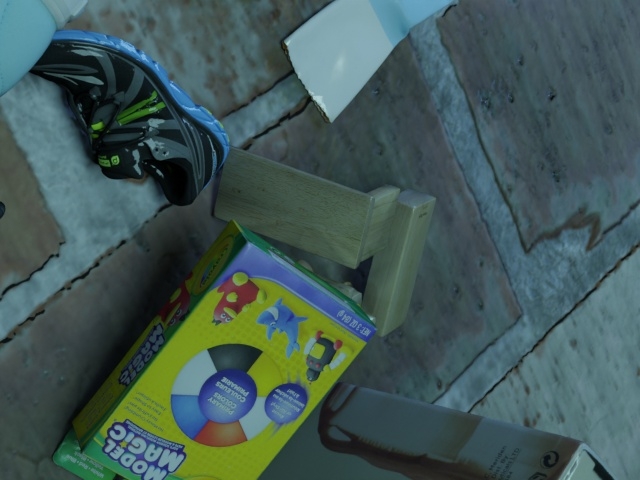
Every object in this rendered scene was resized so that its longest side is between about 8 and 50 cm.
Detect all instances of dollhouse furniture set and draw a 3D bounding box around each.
[{"bbox_3d":[0.000,0.000,1.218,0.151,0.123,0.144,-26,132,-62],"label":"dollhouse furniture set"}]

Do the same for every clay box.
[{"bbox_3d":[-0.078,0.109,1.100,0.127,0.053,0.222,34,97,-27],"label":"clay box"}]

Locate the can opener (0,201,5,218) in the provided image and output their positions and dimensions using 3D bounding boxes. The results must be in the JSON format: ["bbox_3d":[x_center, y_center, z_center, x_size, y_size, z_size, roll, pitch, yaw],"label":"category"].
[{"bbox_3d":[-0.288,-0.029,0.975,0.186,0.073,0.059,-8,62,-42],"label":"can opener"}]

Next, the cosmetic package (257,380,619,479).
[{"bbox_3d":[0.091,0.212,1.155,0.153,0.296,0.129,48,65,-34],"label":"cosmetic package"}]

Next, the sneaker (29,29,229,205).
[{"bbox_3d":[-0.139,-0.086,1.074,0.188,0.067,0.078,38,65,-39],"label":"sneaker"}]

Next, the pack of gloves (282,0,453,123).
[{"bbox_3d":[0.045,-0.239,1.222,0.232,0.046,0.195,-46,121,-25],"label":"pack of gloves"}]

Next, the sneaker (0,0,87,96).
[{"bbox_3d":[-0.299,-0.205,0.886,0.366,0.135,0.150,41,74,-30],"label":"sneaker"}]
